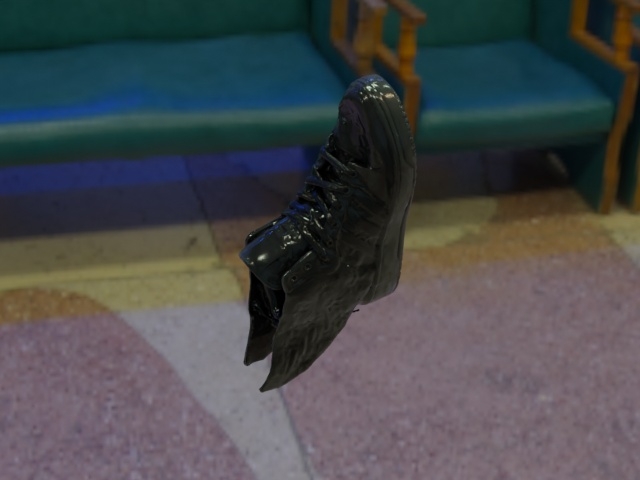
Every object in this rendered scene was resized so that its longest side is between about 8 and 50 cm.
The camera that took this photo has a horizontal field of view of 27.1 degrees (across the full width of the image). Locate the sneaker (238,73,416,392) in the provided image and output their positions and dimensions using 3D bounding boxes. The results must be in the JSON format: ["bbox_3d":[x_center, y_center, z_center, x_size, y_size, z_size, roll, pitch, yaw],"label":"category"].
[{"bbox_3d":[-0.001,-0.002,0.700,0.089,0.170,0.051,-20,44,-23],"label":"sneaker"}]
